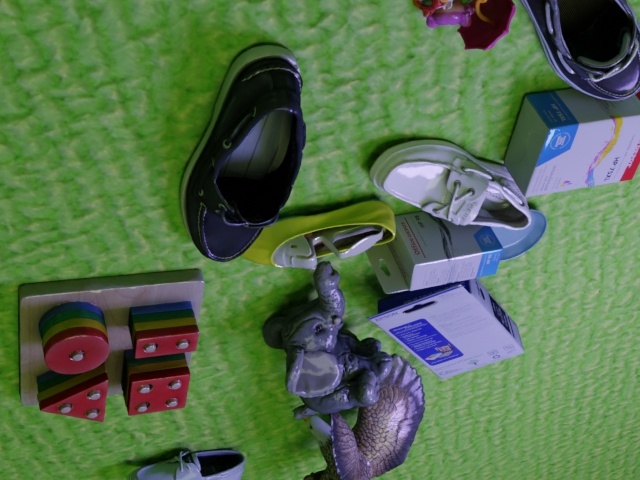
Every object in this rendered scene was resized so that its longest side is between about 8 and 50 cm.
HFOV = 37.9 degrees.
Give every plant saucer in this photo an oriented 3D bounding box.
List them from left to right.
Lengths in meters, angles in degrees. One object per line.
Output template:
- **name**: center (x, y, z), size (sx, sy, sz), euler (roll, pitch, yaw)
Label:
- **plant saucer**: center (0.305, -0.014, 1.500), size (0.119, 0.021, 0.119), euler (-13, 141, -11)

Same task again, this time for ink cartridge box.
- **ink cartridge box**: center (0.167, 0.011, 1.395), size (0.180, 0.104, 0.060), euler (-10, 139, -16)
- **ink cartridge box**: center (0.211, 0.135, 1.553), size (0.165, 0.065, 0.333), euler (-20, 148, 19)
- **ink cartridge box**: center (0.395, -0.149, 1.344), size (0.231, 0.078, 0.134), euler (-10, 139, -16)

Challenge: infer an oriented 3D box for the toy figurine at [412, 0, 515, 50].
- **toy figurine**: center (0.160, -0.282, 1.071), size (0.173, 0.130, 0.159), euler (-3, 152, 10)

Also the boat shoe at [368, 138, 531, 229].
- **boat shoe**: center (0.198, -0.069, 1.325), size (0.277, 0.096, 0.098), euler (8, 132, -32)

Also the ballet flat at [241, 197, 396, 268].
- **ballet flat**: center (0.000, 0.000, 1.324), size (0.231, 0.077, 0.077), euler (-15, 141, -9)

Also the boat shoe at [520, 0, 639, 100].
- **boat shoe**: center (0.335, -0.252, 1.165), size (0.121, 0.119, 0.335), euler (-40, 138, 20)

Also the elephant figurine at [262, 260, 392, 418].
- **elephant figurine**: center (-0.012, 0.164, 1.474), size (0.169, 0.186, 0.239), euler (2, 149, 44)

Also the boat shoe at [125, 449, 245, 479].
- **boat shoe**: center (-0.240, 0.414, 1.692), size (0.228, 0.079, 0.081), euler (3, 126, -35)

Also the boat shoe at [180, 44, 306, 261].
- **boat shoe**: center (-0.089, -0.073, 1.169), size (0.127, 0.113, 0.340), euler (2, 135, -28)

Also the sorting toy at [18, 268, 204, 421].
- **sorting toy**: center (-0.303, 0.170, 1.363), size (0.256, 0.089, 0.257), euler (-5, 138, -21)

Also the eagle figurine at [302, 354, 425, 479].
- **eagle figurine**: center (0.057, 0.373, 1.697), size (0.225, 0.226, 0.298), euler (20, 133, -15)
